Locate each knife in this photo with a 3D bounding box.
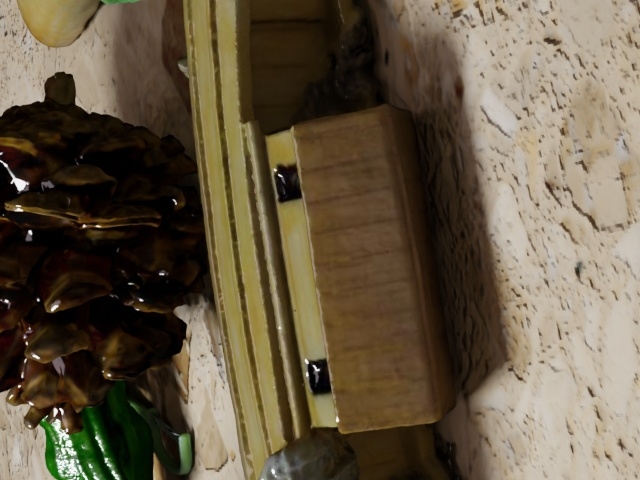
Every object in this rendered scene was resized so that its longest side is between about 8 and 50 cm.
[{"bbox_3d":[-0.157,0.157,1.605,0.212,0.015,0.054,25,127,57],"label":"knife"}]

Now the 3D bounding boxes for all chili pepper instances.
[{"bbox_3d":[-0.160,0.213,1.528,0.099,0.083,0.253,-76,-38,-84],"label":"chili pepper"}]

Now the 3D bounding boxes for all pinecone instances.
[{"bbox_3d":[-0.191,0.006,1.407,0.257,0.243,0.243,64,152,1],"label":"pinecone"}]

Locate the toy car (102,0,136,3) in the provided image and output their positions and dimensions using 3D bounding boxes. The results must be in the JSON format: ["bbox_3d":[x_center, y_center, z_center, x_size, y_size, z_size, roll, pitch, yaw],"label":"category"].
[{"bbox_3d":[-0.087,-0.300,1.163,0.358,0.176,0.213,-61,40,43],"label":"toy car"}]

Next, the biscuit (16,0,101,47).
[{"bbox_3d":[-0.209,-0.310,1.509,0.291,0.062,0.236,-38,65,61],"label":"biscuit"}]

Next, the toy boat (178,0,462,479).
[{"bbox_3d":[0.000,0.000,1.129,0.162,0.136,0.445,-16,83,58],"label":"toy boat"}]
